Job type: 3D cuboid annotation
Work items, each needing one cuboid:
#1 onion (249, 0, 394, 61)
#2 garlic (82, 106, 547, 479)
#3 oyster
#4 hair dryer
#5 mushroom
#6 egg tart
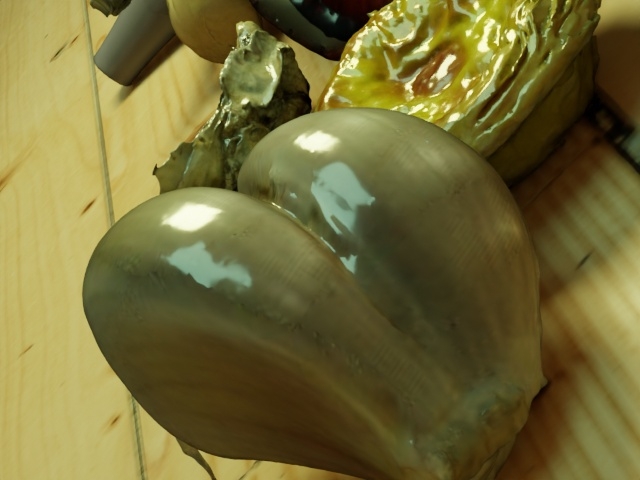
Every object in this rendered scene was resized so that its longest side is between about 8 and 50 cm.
[{"bbox_3d":[0.051,-0.300,1.272,0.272,0.272,0.195,-35,-3,28],"label":"onion"},{"bbox_3d":[-0.013,0.035,0.920,0.340,0.246,0.231,-10,38,56],"label":"garlic"},{"bbox_3d":[-0.085,-0.094,1.347,0.232,0.107,0.161,-64,5,-7],"label":"oyster"},{"bbox_3d":[-0.219,-0.307,1.711,0.301,0.121,0.361,-50,-1,19],"label":"hair dryer"},{"bbox_3d":[-0.056,-0.393,1.658,0.154,0.137,0.407,-1,55,31],"label":"mushroom"},{"bbox_3d":[0.114,-0.118,1.047,0.295,0.116,0.295,-36,32,27],"label":"egg tart"}]
